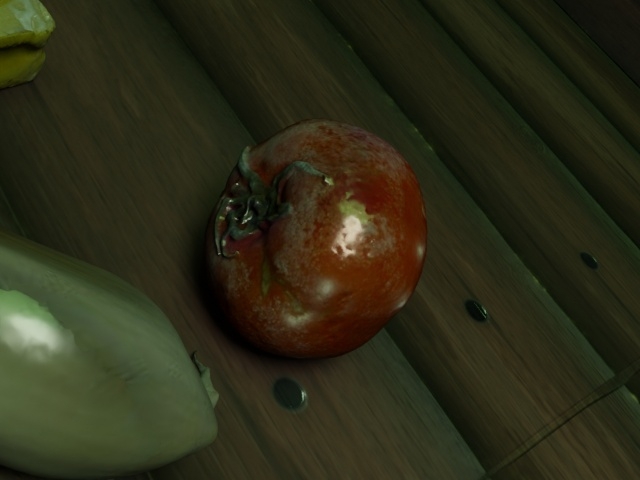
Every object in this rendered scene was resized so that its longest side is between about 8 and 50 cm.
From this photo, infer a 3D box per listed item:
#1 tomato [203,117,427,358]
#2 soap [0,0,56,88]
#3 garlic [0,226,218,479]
[{"bbox_3d":[0.003,-0.002,0.730,0.188,0.232,0.232,32,33,-44],"label":"tomato"},{"bbox_3d":[-0.429,-0.204,0.691,0.199,0.091,0.315,45,38,7],"label":"soap"},{"bbox_3d":[-0.225,0.110,0.505,0.340,0.231,0.246,35,-9,-28],"label":"garlic"}]
